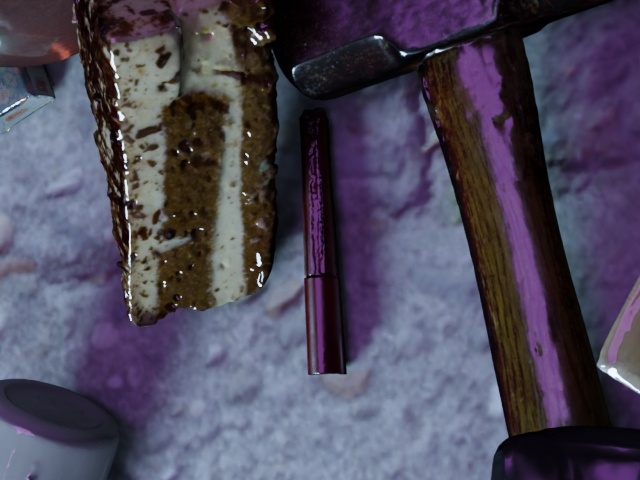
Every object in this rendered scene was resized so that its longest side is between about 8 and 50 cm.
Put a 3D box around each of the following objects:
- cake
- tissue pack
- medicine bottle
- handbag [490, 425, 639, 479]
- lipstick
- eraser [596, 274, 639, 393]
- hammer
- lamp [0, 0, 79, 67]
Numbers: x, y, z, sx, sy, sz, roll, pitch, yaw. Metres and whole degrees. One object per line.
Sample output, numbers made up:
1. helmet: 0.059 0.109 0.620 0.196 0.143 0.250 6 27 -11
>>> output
1. cake: -0.094 -0.080 1.103 0.246 0.112 0.135 91 159 -44
2. tissue pack: -0.235 -0.128 1.256 0.063 0.035 0.083 -29 74 27
3. medicine bottle: -0.211 0.189 1.194 0.105 0.105 0.168 25 101 28
4. handbag: 0.196 0.240 0.896 0.244 0.088 0.275 2 80 29
5. lipstick: 0.001 0.000 1.123 0.027 0.027 0.177 -5 85 30
6. eraser: 0.276 -0.062 0.896 0.078 0.144 0.343 33 105 28
7. hammer: 0.115 -0.012 1.022 0.242 0.095 0.409 -16 83 28
8. lamp: -0.199 -0.179 1.138 0.151 0.215 0.223 26 72 -6
